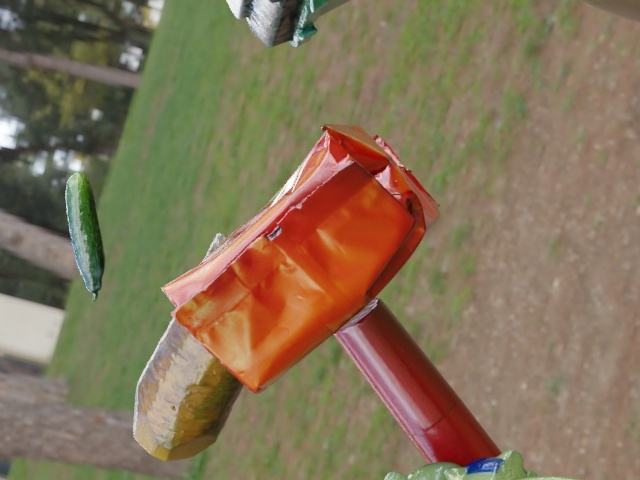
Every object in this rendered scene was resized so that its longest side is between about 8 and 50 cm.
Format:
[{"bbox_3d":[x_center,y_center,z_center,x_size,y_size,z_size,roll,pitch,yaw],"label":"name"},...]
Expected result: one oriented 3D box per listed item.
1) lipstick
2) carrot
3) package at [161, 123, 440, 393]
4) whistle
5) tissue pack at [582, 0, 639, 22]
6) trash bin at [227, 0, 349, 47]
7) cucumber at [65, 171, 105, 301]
[{"bbox_3d":[0.118,0.185,1.368,0.073,0.279,0.073,-36,7,5],"label":"lipstick"},{"bbox_3d":[-0.123,0.114,1.485,0.114,0.114,0.302,-87,22,-63],"label":"carrot"},{"bbox_3d":[0.000,0.000,1.133,0.196,0.123,0.423,-42,0,7],"label":"package"},{"bbox_3d":[0.160,0.251,1.278,0.227,0.105,0.085,-16,34,38],"label":"whistle"},{"bbox_3d":[0.300,-0.392,1.099,0.267,0.277,0.387,0,78,40],"label":"tissue pack"},{"bbox_3d":[0.056,-0.383,1.384,0.295,0.381,0.259,129,117,-80],"label":"trash bin"},{"bbox_3d":[-0.272,-0.005,1.533,0.037,0.037,0.155,-99,3,-75],"label":"cucumber"}]
